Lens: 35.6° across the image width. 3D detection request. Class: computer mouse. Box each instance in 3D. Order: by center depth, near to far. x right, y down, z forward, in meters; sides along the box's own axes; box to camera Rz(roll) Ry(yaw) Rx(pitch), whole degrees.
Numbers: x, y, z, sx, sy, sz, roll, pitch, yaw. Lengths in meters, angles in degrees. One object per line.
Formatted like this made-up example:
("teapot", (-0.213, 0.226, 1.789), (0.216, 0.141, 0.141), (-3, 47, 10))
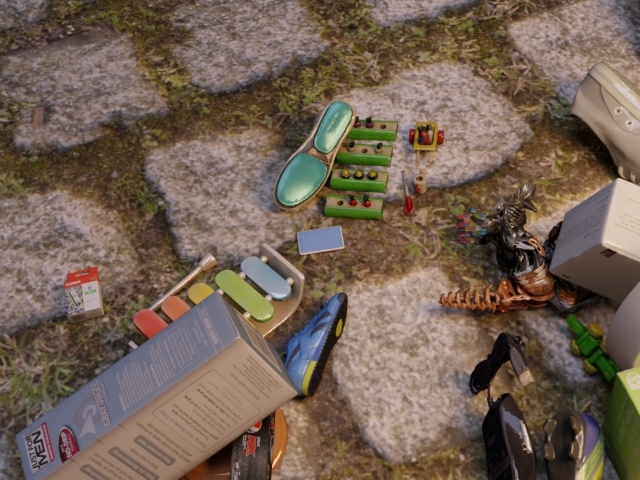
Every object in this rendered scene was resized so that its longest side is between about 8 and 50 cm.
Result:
("computer mouse", (0.298, 0.270, 1.505), (0.060, 0.184, 0.262), (5, 50, -13))

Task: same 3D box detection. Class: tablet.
("tablet", (0.000, 0.000, 1.851), (0.083, 0.006, 0.054), (-9, 52, 0))

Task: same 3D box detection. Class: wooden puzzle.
("wooden puzzle", (0.279, -0.027, 1.835), (0.049, 0.006, 0.083), (-3, 52, 5))

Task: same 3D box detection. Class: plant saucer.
("plant saucer", (-0.153, 0.314, 1.611), (0.200, 0.037, 0.200), (-3, 53, 4))

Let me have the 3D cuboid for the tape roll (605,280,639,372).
("tape roll", (0.604, 0.087, 1.466), (0.392, 0.392, 0.072), (-23, 54, -10))

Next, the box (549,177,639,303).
("box", (0.490, 0.012, 1.577), (0.182, 0.181, 0.119), (23, 70, -6))

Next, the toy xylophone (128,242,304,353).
("toy xylophone", (-0.193, 0.126, 1.728), (0.236, 0.081, 0.323), (30, 59, 27))

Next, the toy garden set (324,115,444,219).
("toy garden set", (0.126, -0.149, 1.920), (0.204, 0.049, 0.244), (4, 53, 11))

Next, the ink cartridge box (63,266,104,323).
("ink cartridge box", (-0.434, 0.092, 1.821), (0.063, 0.029, 0.115), (-14, 53, -3))

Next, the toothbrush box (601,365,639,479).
("toothbrush box", (0.517, 0.335, 1.402), (0.122, 0.206, 0.283), (-17, 53, -6))

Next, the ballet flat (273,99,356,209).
("ballet flat", (-0.012, -0.159, 1.924), (0.086, 0.086, 0.248), (29, 77, 26))

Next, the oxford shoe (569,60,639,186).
("oxford shoe", (0.618, -0.140, 1.813), (0.130, 0.169, 0.449), (-49, 61, 22))

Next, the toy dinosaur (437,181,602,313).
("toy dinosaur", (0.360, 0.035, 1.698), (0.322, 0.164, 0.218), (-13, 66, -26))

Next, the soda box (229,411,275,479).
("soda box", (-0.104, 0.323, 1.540), (0.060, 0.053, 0.169), (-1, 53, 6))

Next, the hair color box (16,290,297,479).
("hair color box", (-0.243, 0.261, 1.495), (0.374, 0.185, 0.113), (-36, 45, 3))

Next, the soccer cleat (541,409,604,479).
("soccer cleat", (0.371, 0.392, 1.450), (0.093, 0.121, 0.289), (-14, 57, 47))

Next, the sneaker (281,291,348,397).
("sneaker", (-0.017, 0.166, 1.687), (0.082, 0.069, 0.209), (13, 56, 21))

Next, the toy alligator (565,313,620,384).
("toy alligator", (0.463, 0.194, 1.617), (0.051, 0.056, 0.189), (8, 40, -40))
